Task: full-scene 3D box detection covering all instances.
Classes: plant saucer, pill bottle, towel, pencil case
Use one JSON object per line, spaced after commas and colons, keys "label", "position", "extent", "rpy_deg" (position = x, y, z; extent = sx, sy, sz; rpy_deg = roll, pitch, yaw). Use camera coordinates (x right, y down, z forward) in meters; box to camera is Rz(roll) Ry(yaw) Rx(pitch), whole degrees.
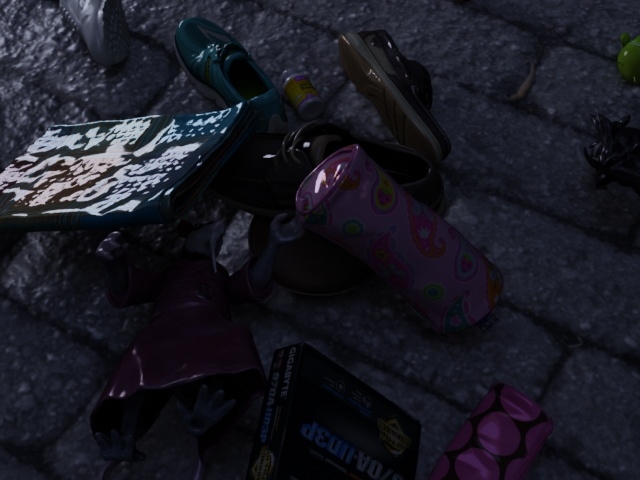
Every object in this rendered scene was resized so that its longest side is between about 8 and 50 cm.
{"label": "plant saucer", "position": [0.000, 0.000, 1.349], "extent": [0.199, 0.036, 0.198], "rpy_deg": [-1, 55, 2]}
{"label": "pill bottle", "position": [-0.030, -0.227, 1.501], "extent": [0.043, 0.043, 0.083], "rpy_deg": [-24, 58, -14]}
{"label": "towel", "position": [-0.291, -0.097, 1.308], "extent": [0.370, 0.040, 0.271], "rpy_deg": [-2, 34, 26]}
{"label": "pencil case", "position": [0.101, 0.006, 1.215], "extent": [0.284, 0.124, 0.124], "rpy_deg": [40, 57, -20]}
{"label": "pencil case", "position": [0.193, 0.265, 1.129], "extent": [0.098, 0.095, 0.209], "rpy_deg": [9, 51, 43]}

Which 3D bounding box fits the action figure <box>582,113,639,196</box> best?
{"label": "action figure", "position": [0.456, -0.103, 1.346], "extent": [0.276, 0.141, 0.164], "rpy_deg": [-14, 57, -27]}

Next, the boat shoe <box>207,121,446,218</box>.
{"label": "boat shoe", "position": [-0.002, -0.106, 1.320], "extent": [0.356, 0.130, 0.132], "rpy_deg": [9, 56, 8]}

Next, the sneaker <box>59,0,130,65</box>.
{"label": "sneaker", "position": [-0.374, -0.364, 1.593], "extent": [0.095, 0.090, 0.235], "rpy_deg": [-18, 52, 5]}

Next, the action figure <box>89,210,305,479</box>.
{"label": "action figure", "position": [-0.148, 0.110, 1.216], "extent": [0.248, 0.275, 0.370], "rpy_deg": [2, 36, -3]}

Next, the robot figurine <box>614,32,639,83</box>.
{"label": "robot figurine", "position": [0.509, -0.287, 1.510], "extent": [0.115, 0.067, 0.101], "rpy_deg": [-35, 73, -20]}

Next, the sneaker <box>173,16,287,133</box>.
{"label": "sneaker", "position": [-0.133, -0.264, 1.490], "extent": [0.107, 0.110, 0.275], "rpy_deg": [-31, 59, -18]}

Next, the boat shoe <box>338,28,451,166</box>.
{"label": "boat shoe", "position": [0.124, -0.228, 1.463], "extent": [0.092, 0.102, 0.285], "rpy_deg": [-26, 53, -10]}

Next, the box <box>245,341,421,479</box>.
{"label": "box", "position": [0.020, 0.240, 1.087], "extent": [0.051, 0.220, 0.175], "rpy_deg": [-20, 44, 38]}
